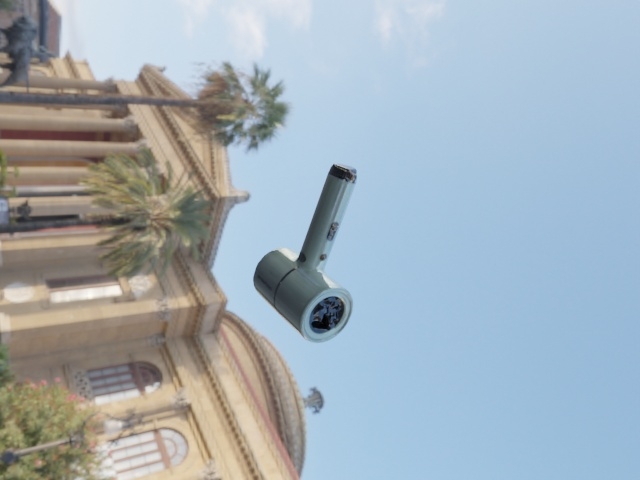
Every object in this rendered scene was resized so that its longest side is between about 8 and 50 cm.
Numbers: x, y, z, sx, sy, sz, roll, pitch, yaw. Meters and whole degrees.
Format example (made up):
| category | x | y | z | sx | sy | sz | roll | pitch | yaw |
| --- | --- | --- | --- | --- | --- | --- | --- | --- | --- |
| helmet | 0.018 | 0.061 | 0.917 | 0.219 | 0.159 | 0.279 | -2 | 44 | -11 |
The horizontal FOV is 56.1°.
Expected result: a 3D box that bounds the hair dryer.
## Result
| category | x | y | z | sx | sy | sz | roll | pitch | yaw |
| --- | --- | --- | --- | --- | --- | --- | --- | --- | --- |
| hair dryer | 0.000 | 0.000 | 1.199 | 0.203 | 0.128 | 0.361 | 37 | -68 | 47 |
